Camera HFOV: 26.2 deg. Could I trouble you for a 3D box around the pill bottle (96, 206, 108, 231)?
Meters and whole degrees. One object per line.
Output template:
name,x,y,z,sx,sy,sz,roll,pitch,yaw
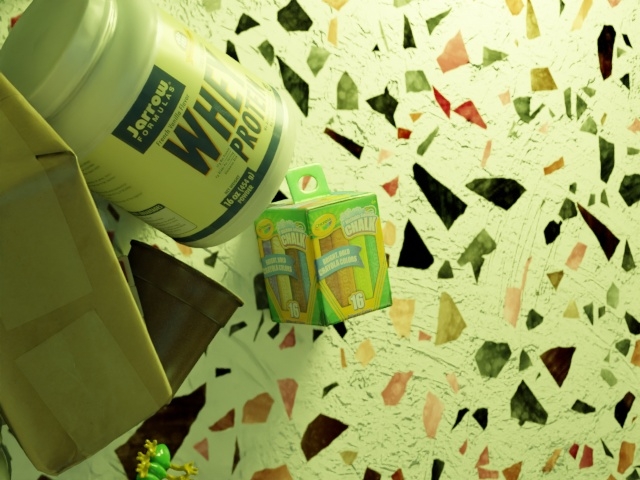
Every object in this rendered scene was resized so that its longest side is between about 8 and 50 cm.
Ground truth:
pill bottle,-0.301,-0.022,1.713,0.043,0.083,0.043,-2,93,-38

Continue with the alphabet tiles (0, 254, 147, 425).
alphabet tiles,-0.332,0.105,1.648,0.237,0.009,0.198,-15,91,-12

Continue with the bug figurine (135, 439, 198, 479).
bug figurine,-0.206,0.395,1.810,0.279,0.072,0.216,40,62,-27

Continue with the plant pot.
plant pot,-0.210,0.110,1.750,0.167,0.167,0.165,36,78,-33

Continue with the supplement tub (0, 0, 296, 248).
supplement tub,-0.216,-0.157,1.678,0.325,0.235,0.235,32,73,-34

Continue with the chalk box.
chalk box,0.000,0.000,1.914,0.132,0.132,0.213,-16,102,-36

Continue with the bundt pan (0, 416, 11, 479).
bundt pan,-0.491,0.280,1.515,0.330,0.124,0.331,-2,95,-25

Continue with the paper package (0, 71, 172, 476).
paper package,-0.324,0.022,1.442,0.168,0.309,0.325,-29,126,-16
